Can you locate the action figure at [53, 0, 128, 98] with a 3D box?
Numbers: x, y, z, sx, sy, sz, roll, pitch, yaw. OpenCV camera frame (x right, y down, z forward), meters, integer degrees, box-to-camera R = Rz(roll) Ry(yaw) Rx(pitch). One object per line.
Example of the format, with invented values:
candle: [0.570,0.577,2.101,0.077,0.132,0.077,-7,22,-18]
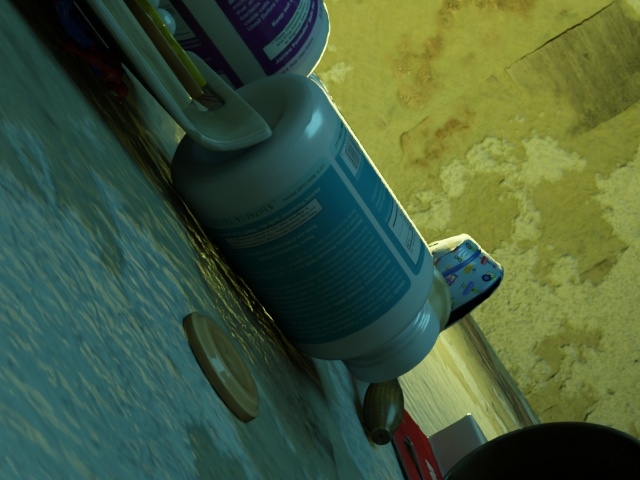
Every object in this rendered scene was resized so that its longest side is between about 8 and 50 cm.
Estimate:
action figure: [-0.182,-0.154,1.303,0.115,0.030,0.038,53,13,-21]

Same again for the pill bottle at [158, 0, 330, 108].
pill bottle: [-0.124,-0.271,1.648,0.301,0.169,0.169,52,9,-48]

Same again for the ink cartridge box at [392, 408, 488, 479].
ink cartridge box: [0.161,0.273,1.754,0.261,0.066,0.296,56,7,-28]

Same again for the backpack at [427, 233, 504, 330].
backpack: [0.120,0.050,1.981,0.117,0.173,0.158,58,7,-1]

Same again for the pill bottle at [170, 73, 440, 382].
pill bottle: [0.000,0.000,1.442,0.264,0.146,0.146,55,7,-31]

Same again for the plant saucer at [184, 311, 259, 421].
plant saucer: [-0.064,0.083,1.161,0.083,0.013,0.083,57,6,-9]

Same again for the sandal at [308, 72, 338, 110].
sandal: [-0.001,-0.096,2.067,0.265,0.102,0.076,59,4,-14]

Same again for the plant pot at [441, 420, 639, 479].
plant pot: [0.224,0.318,1.530,0.215,0.215,0.230,-111,-179,-58]

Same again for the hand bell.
hand bell: [0.066,0.121,1.676,0.126,0.126,0.242,56,18,-22]

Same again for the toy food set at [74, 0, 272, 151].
toy food set: [-0.155,-0.220,1.335,0.306,0.092,0.220,55,-4,-32]
